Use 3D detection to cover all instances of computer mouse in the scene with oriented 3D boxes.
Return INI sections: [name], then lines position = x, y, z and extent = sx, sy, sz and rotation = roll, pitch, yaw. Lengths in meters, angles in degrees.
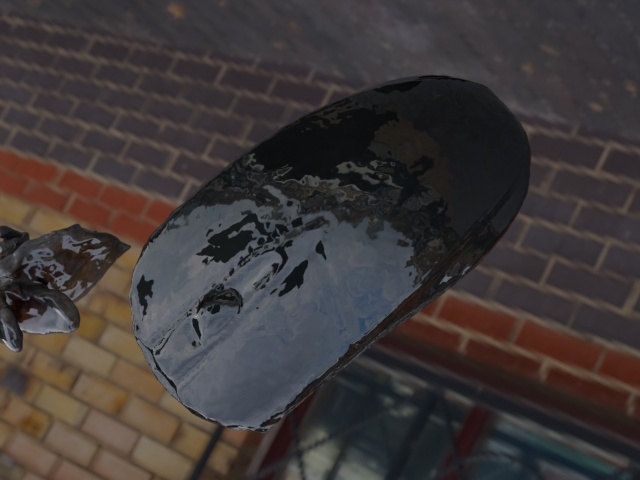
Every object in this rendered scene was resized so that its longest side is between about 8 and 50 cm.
[computer mouse]
position = 0.000, 0.000, 0.813
extent = 0.137, 0.270, 0.086
rotation = 54, -173, 16

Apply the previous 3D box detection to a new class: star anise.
[star anise]
position = -0.336, 0.038, 1.331
extent = 0.258, 0.198, 0.110
rotation = 7, 121, 12
